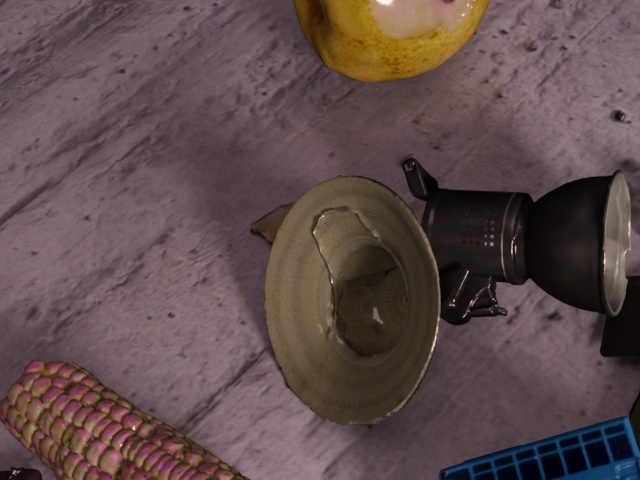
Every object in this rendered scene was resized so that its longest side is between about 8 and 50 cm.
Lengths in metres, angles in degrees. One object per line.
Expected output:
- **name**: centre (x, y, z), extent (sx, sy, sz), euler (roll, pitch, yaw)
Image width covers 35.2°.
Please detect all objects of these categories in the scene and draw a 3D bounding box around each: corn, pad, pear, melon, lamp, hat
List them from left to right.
- **corn**: centre (-0.173, 0.221, 0.950), extent (0.335, 0.127, 0.126), euler (29, 61, 33)
- **melon**: centre (0.006, -0.005, 1.148), extent (0.182, 0.054, 0.098), euler (34, 79, 32)
- **hat**: centre (0.061, 0.062, 1.021), extent (0.110, 0.252, 0.252), euler (2, 37, -42)
- **pear**: centre (0.089, -0.332, 1.255), extent (0.271, 0.271, 0.271), euler (-5, 51, 6)
- **lamp**: centre (0.194, 0.006, 1.049), extent (0.227, 0.147, 0.172), euler (2, 77, 26)
- **pad**: centre (0.360, 0.070, 0.998), extent (0.157, 0.003, 0.112), euler (-7, 41, 32)

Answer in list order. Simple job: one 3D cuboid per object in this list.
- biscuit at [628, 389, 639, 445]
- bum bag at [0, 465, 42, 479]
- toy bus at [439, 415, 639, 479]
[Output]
- **biscuit**: centre (0.346, 0.160, 0.949), extent (0.099, 0.038, 0.322), euler (25, 59, 23)
- **bum bag**: centre (-0.359, 0.276, 0.992), extent (0.159, 0.026, 0.109), euler (-3, 52, 8)
- **toy bus**: centre (0.193, 0.226, 0.865), extent (0.184, 0.090, 0.106), euler (-19, 50, 14)
